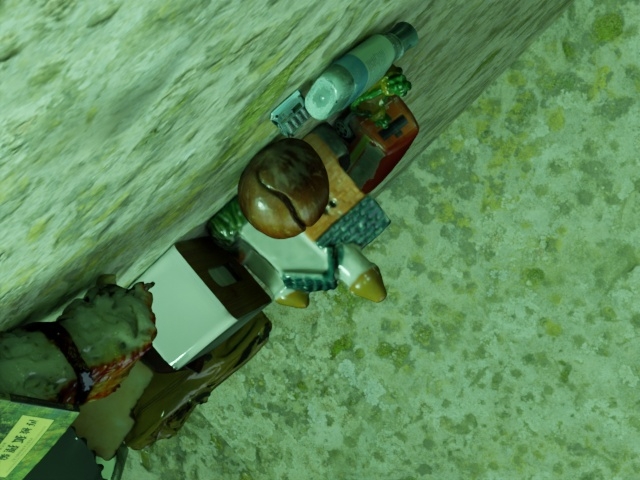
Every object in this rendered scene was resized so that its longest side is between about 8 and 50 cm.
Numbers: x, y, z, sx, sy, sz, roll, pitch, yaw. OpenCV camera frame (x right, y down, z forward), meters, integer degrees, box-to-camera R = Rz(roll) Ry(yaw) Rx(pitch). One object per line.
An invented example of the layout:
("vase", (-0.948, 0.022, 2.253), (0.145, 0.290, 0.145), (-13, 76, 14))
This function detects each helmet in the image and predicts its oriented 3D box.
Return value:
("helmet", (-0.283, 0.178, 2.033), (0.106, 0.175, 0.155), (-32, 152, 14))

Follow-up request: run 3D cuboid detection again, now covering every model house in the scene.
("model house", (0.000, 0.000, 1.928), (0.271, 0.301, 0.190), (-41, 168, -8))
("model house", (-0.396, 0.260, 1.966), (0.183, 0.166, 0.172), (-56, -164, -22))

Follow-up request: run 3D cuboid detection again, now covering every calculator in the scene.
("calculator", (-0.040, -0.176, 1.619), (0.057, 0.018, 0.172), (-43, 174, 1))

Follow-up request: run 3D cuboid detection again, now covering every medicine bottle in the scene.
("medicine bottle", (0.062, -0.243, 1.603), (0.208, 0.054, 0.090), (-42, 174, -37))

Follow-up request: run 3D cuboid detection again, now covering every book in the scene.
("book", (-0.418, 0.224, 1.341), (0.228, 0.024, 0.160), (19, 125, -41))

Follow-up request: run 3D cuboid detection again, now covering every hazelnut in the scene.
("hazelnut", (-0.058, -0.081, 1.723), (0.154, 0.143, 0.143), (-48, 179, -28))

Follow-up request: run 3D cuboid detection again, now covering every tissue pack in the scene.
("tissue pack", (-0.205, 0.098, 1.917), (0.136, 0.159, 0.246), (-41, 176, 12))

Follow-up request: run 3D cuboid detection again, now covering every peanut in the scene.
("peanut", (-0.306, 0.073, 1.607), (0.083, 0.037, 0.037), (-53, 170, 34))

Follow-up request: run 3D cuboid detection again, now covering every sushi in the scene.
("sushi", (-0.341, 0.155, 1.484), (0.332, 0.130, 0.124), (-23, 166, -41))

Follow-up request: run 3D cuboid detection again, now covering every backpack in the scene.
("backpack", (-0.272, 0.231, 2.247), (0.378, 0.201, 0.353), (-48, -179, -38))

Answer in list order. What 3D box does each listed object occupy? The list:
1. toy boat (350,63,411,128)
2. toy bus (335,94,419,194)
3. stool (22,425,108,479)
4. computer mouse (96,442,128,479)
("toy boat", (0.088, -0.227, 1.752), (0.089, 0.088, 0.229), (-40, 176, -8))
("toy bus", (0.081, -0.164, 2.062), (0.121, 0.120, 0.265), (-38, 173, -25))
("stool", (-0.484, 0.416, 1.807), (0.297, 0.297, 0.330), (-40, 179, -17))
("computer mouse", (-0.551, 0.516, 2.618), (0.228, 0.146, 0.429), (-64, -159, -4))
